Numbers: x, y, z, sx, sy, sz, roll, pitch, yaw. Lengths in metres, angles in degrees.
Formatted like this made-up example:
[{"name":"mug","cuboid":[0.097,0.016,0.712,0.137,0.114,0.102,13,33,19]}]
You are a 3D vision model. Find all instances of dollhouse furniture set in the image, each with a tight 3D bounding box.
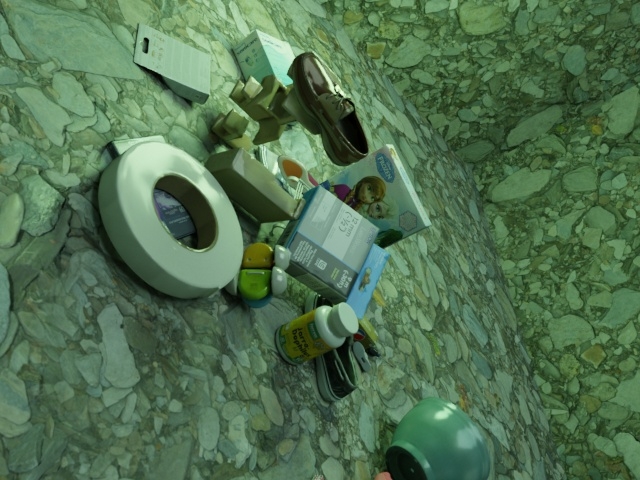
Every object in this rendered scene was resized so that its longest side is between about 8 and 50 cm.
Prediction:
[{"name":"dollhouse furniture set","cuboid":[-0.128,-0.284,1.818,0.256,0.362,0.394,40,62,-33]}]

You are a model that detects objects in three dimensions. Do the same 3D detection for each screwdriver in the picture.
[{"name":"screwdriver","cuboid":[0.205,0.394,2.094,0.170,0.024,0.025,42,4,-37]}]

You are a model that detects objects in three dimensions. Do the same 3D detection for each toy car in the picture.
[{"name":"toy car","cuboid":[-0.163,0.099,1.639,0.182,0.159,0.136,-89,178,-47]}]

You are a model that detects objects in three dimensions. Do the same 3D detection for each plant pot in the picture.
[{"name":"plant pot","cuboid":[0.315,0.633,1.823,0.196,0.293,0.292,-20,82,-36]}]

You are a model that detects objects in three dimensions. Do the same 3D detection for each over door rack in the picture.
[{"name":"over door rack","cuboid":[-0.006,-0.029,1.985,0.324,0.108,0.239,31,45,-20]}]

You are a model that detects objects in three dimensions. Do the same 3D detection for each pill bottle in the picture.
[{"name":"pill bottle","cuboid":[-0.007,0.244,1.666,0.118,0.209,0.117,41,34,-35]}]

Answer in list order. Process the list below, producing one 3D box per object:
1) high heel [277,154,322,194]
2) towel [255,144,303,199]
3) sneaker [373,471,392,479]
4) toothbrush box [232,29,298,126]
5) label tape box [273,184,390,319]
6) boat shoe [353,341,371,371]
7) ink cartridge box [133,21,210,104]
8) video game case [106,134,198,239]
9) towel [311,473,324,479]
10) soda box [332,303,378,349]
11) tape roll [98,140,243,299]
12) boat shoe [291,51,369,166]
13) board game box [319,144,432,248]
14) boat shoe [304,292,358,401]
[{"name":"high heel","cuboid":[-0.059,-0.201,2.096,0.244,0.082,0.117,38,4,-20]},{"name":"towel","cuboid":[-0.105,-0.182,2.088,0.285,0.034,0.209,29,42,-47]},{"name":"sneaker","cuboid":[0.241,0.762,1.714,0.313,0.116,0.136,54,27,-13]},{"name":"toothbrush box","cuboid":[-0.162,-0.581,2.257,0.216,0.126,0.295,-3,69,-59]},{"name":"label tape box","cuboid":[0.056,0.041,1.836,0.348,0.115,0.249,34,66,-17]},{"name":"boat shoe","cuboid":[0.132,0.368,1.987,0.100,0.035,0.035,62,0,8]},{"name":"ink cartridge box","cuboid":[-0.436,-0.517,1.839,0.233,0.066,0.189,16,49,-27]},{"name":"video game case","cuboid":[-0.395,-0.132,1.558,0.274,0.026,0.196,62,27,-1]},{"name":"towel","cuboid":[0.013,0.682,1.498,0.197,0.029,0.144,62,27,-5]},{"name":"soda box","cuboid":[0.110,0.262,2.008,0.181,0.061,0.058,54,29,-14]},{"name":"tape roll","cuboid":[-0.339,-0.050,1.475,0.392,0.072,0.391,41,33,-34]},{"name":"boat shoe","cuboid":[0.039,-0.349,1.647,0.123,0.116,0.324,-45,117,-32]},{"name":"board game box","cuboid":[0.182,-0.125,2.212,0.066,0.318,0.318,-12,75,-61]},{"name":"boat shoe","cuboid":[0.045,0.293,1.807,0.121,0.119,0.335,24,45,-49]}]
